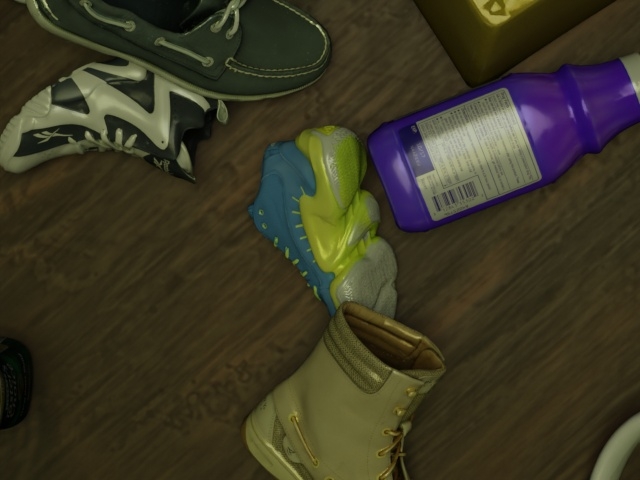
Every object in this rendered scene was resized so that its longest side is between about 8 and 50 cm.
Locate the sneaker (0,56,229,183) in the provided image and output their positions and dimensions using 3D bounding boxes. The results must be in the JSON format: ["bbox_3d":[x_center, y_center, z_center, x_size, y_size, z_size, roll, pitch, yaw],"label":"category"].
[{"bbox_3d":[-0.196,-0.101,1.771,0.235,0.094,0.153,-33,81,-6],"label":"sneaker"}]

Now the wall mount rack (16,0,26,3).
[{"bbox_3d":[-0.356,-0.343,1.674,0.304,0.130,0.350,-42,116,-16],"label":"wall mount rack"}]

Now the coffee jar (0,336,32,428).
[{"bbox_3d":[-0.339,0.149,1.744,0.079,0.184,0.096,3,93,3],"label":"coffee jar"}]

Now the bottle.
[{"bbox_3d":[0.191,-0.105,1.750,0.283,0.092,0.118,-22,96,4],"label":"bottle"}]

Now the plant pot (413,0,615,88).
[{"bbox_3d":[0.179,-0.292,1.696,0.212,0.187,0.212,-33,89,4],"label":"plant pot"}]

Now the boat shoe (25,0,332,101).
[{"bbox_3d":[-0.119,-0.212,1.700,0.319,0.099,0.116,13,74,-26],"label":"boat shoe"}]

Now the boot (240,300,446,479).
[{"bbox_3d":[0.072,0.200,1.735,0.262,0.095,0.203,41,121,6],"label":"boot"}]

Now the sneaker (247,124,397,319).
[{"bbox_3d":[0.000,0.000,1.782,0.126,0.091,0.240,2,107,35],"label":"sneaker"}]

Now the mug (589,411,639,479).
[{"bbox_3d":[0.424,0.289,1.687,0.374,0.276,0.328,20,102,32],"label":"mug"}]
